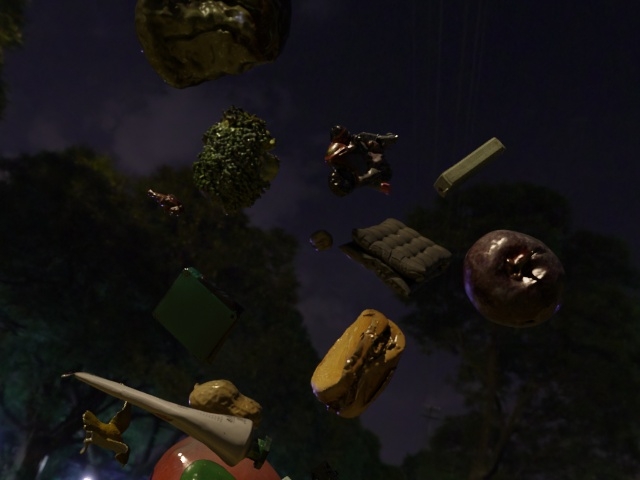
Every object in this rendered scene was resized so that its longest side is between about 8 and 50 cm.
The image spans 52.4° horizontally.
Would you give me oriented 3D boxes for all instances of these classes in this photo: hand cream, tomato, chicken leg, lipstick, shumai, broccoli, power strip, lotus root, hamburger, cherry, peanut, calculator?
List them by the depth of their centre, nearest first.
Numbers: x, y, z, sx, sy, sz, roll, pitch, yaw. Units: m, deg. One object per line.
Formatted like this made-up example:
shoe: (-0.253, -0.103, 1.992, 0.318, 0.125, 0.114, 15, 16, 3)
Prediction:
hand cream: (-0.237, 0.269, 1.016, 0.335, 0.076, 0.121, 24, -17, -4)
cherry: (0.362, 0.074, 1.218, 0.195, 0.195, 0.195, 13, -28, 7)
hamburger: (0.072, 0.232, 1.237, 0.108, 0.214, 0.214, 33, -30, -4)
tomato: (-0.229, 0.563, 1.380, 0.321, 0.322, 0.321, 13, -28, 7)
lotus root: (0.000, 0.000, 1.666, 0.099, 0.049, 0.054, -1, -66, 66)
shumai: (-0.243, -0.567, 1.669, 0.323, 0.397, 0.324, 13, -42, 28)
power strip: (0.436, -0.216, 1.900, 0.052, 0.272, 0.078, 49, -24, 12)
chicken leg: (-0.460, -0.116, 1.967, 0.089, 0.048, 0.219, 31, 1, -32)
broccoli: (-0.279, -0.261, 2.104, 0.323, 0.334, 0.272, 22, 10, 12)
lipstick: (0.138, -0.198, 2.114, 0.234, 0.053, 0.053, 24, -19, 39)
calculator: (-0.417, 0.254, 2.226, 0.274, 0.248, 0.058, 38, 15, 9)
peanut: (-0.355, 0.618, 2.466, 0.291, 0.143, 0.159, 24, -48, 5)

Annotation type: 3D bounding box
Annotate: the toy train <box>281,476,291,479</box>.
toy train: (0.004, 0.893, 1.950, 0.407, 0.088, 0.086, 42, -61, 22)

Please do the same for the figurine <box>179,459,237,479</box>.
figurine: (-0.196, 0.489, 1.070, 0.127, 0.234, 0.185, -33, -79, 13)

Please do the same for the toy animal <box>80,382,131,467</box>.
toy animal: (-0.423, 0.393, 1.288, 0.095, 0.219, 0.155, 5, -59, -16)

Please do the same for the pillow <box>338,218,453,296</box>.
pillow: (0.216, 0.038, 1.750, 0.228, 0.101, 0.326, 35, 20, 19)

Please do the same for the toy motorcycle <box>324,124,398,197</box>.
toy motorcycle: (0.138, -0.262, 1.985, 0.134, 0.401, 0.207, -23, -92, 45)

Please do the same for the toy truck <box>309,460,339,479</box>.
toy truck: (0.040, 0.806, 2.067, 0.121, 0.088, 0.259, 58, -7, -10)
